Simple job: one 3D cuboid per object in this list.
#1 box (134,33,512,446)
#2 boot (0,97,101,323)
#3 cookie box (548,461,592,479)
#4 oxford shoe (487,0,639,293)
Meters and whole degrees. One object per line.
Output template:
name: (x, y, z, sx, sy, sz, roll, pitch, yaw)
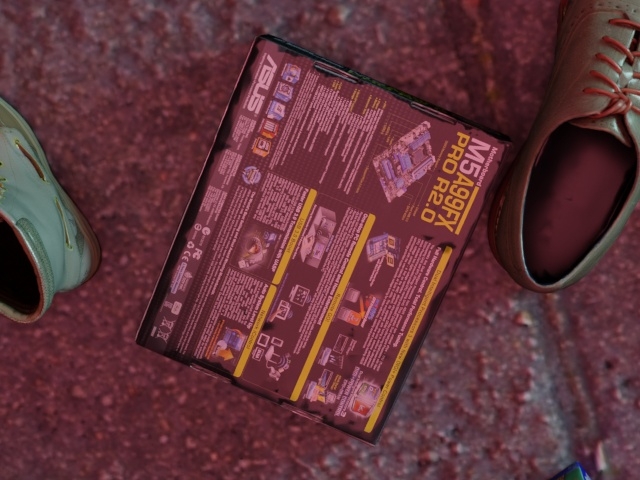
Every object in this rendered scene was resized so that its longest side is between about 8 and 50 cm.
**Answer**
box: (0.000, 0.000, 0.954, 0.216, 0.060, 0.270, 22, 101, 0)
boot: (-0.261, -0.038, 0.915, 0.077, 0.165, 0.213, -35, 97, 9)
cookie box: (0.179, 0.235, 0.963, 0.107, 0.092, 0.040, -37, 92, 9)
oxford shoe: (0.227, -0.117, 0.878, 0.123, 0.130, 0.348, 17, 101, 2)
